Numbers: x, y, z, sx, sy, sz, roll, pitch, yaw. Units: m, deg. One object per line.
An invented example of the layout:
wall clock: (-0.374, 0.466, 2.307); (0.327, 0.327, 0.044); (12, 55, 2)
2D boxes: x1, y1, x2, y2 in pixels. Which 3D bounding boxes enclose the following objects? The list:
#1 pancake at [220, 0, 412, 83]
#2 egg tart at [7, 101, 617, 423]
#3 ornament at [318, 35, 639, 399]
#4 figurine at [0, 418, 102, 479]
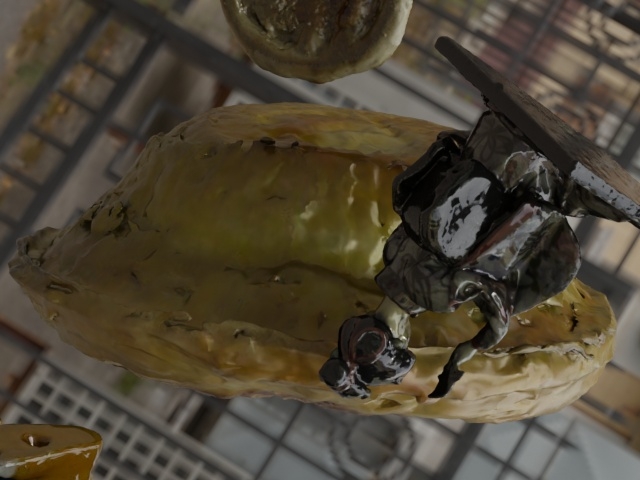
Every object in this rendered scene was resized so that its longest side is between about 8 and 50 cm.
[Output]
pancake: (-0.004, -0.178, 1.072); (0.151, 0.152, 0.025); (-62, 162, 20)
egg tart: (0.000, 0.000, 1.141); (0.443, 0.443, 0.178); (-32, 131, -75)
ornament: (0.085, 0.020, 0.897); (0.196, 0.153, 0.166); (-50, -142, 12)
figurine: (-0.105, 0.310, 0.896); (0.268, 0.401, 0.387); (-18, 123, -70)
